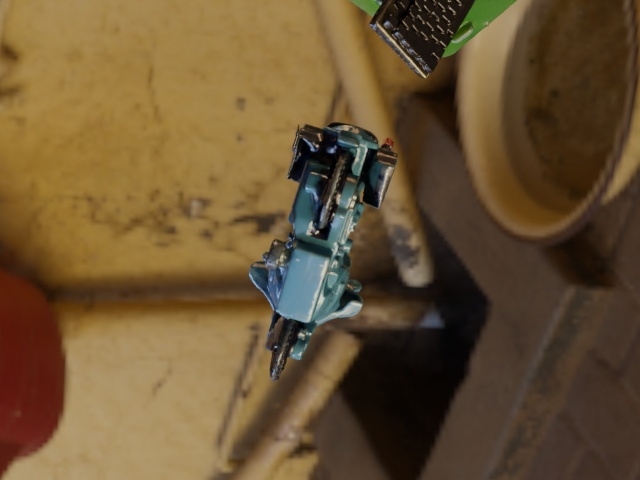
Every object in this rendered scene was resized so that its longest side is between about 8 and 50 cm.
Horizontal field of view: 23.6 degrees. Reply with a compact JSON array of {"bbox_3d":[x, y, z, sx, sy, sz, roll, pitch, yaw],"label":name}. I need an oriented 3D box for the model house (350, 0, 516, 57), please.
[{"bbox_3d":[0.132,-0.478,1.875,0.340,0.300,0.323,-40,48,24],"label":"model house"}]

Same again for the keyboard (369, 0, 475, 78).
[{"bbox_3d":[0.159,-0.328,1.672,0.027,0.106,0.317,1,55,53],"label":"keyboard"}]

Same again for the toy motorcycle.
[{"bbox_3d":[0.000,0.000,1.533,0.182,0.124,0.272,-69,-2,-62],"label":"toy motorcycle"}]
